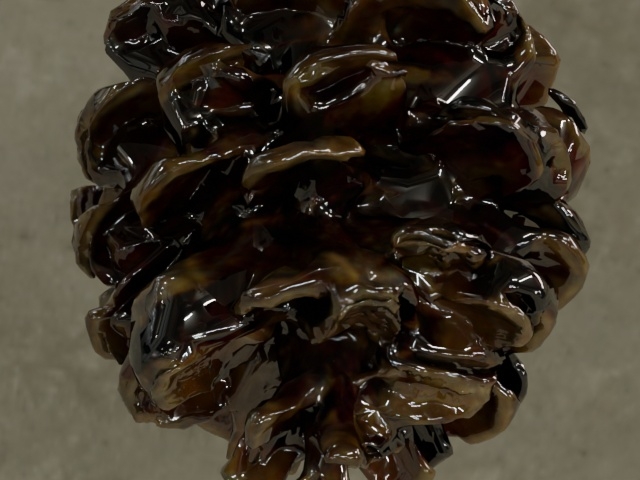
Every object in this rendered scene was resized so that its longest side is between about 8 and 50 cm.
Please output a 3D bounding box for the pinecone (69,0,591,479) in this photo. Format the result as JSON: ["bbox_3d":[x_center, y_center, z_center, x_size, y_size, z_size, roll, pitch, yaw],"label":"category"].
[{"bbox_3d":[0.009,-0.009,0.801,0.243,0.243,0.257,-7,28,-21],"label":"pinecone"}]
